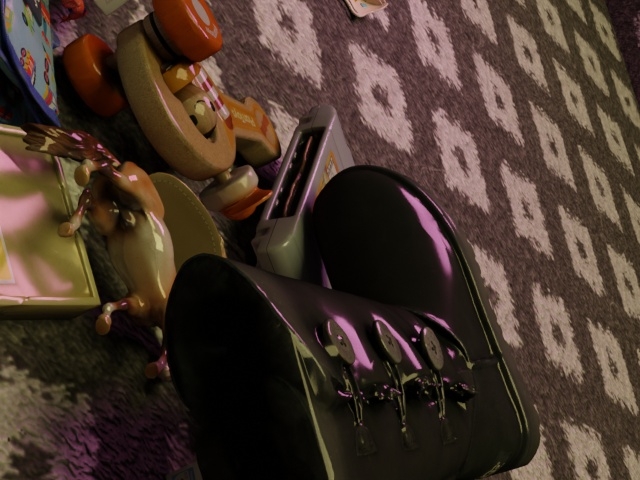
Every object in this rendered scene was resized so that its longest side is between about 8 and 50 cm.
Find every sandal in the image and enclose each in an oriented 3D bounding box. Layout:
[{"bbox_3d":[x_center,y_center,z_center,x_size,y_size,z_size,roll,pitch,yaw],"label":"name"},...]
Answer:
[{"bbox_3d":[-0.127,0.034,1.216,0.240,0.088,0.079,62,-5,-22],"label":"sandal"}]

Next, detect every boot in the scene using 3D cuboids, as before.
[{"bbox_3d":[0.007,0.064,1.085,0.445,0.146,0.367,5,48,-57],"label":"boot"}]

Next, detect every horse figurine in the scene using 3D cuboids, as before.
[{"bbox_3d":[-0.168,0.010,1.069,0.174,0.066,0.263,-48,118,-77],"label":"horse figurine"}]

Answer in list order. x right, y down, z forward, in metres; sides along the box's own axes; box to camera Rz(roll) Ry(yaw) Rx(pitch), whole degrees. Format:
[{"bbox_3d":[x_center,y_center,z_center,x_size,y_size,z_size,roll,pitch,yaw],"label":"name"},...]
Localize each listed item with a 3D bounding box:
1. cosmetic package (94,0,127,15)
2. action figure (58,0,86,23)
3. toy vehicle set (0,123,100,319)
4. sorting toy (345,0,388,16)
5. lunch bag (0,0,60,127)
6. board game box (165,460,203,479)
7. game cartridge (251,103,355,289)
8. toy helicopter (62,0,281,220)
[{"bbox_3d":[-0.189,-0.321,1.264,0.085,0.117,0.231,52,14,-23],"label":"cosmetic package"},{"bbox_3d":[-0.241,-0.231,1.183,0.115,0.030,0.038,-154,-129,-77],"label":"action figure"},{"bbox_3d":[-0.294,-0.020,0.974,0.267,0.035,0.166,6,62,-60],"label":"toy vehicle set"},{"bbox_3d":[0.058,-0.382,1.911,0.083,0.045,0.075,57,35,-17],"label":"sorting toy"},{"bbox_3d":[-0.311,-0.227,1.049,0.293,0.138,0.221,48,27,-63],"label":"lunch bag"},{"bbox_3d":[0.006,0.274,1.149,0.275,0.142,0.144,24,46,-53],"label":"board game box"},{"bbox_3d":[0.000,0.000,1.411,0.297,0.062,0.198,-73,146,-51],"label":"game cartridge"},{"bbox_3d":[-0.106,-0.117,1.300,0.235,0.140,0.355,63,14,10],"label":"toy helicopter"}]
